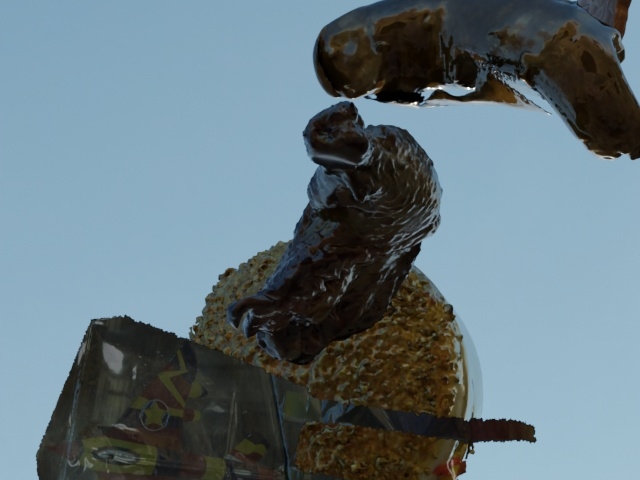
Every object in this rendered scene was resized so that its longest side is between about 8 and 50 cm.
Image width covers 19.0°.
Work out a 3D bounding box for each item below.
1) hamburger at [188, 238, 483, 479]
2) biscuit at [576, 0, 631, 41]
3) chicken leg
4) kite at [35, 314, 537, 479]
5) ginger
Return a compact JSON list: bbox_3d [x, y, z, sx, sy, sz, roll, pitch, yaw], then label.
[{"bbox_3d":[0.010,0.138,1.715,0.276,0.294,0.179,-19,-16,18],"label":"hamburger"},{"bbox_3d":[0.247,-0.198,1.691,0.019,0.102,0.130,16,-104,-15],"label":"biscuit"},{"bbox_3d":[0.010,-0.006,1.453,0.177,0.083,0.322,-23,-28,-40],"label":"chicken leg"},{"bbox_3d":[-0.022,0.112,0.907,0.015,0.245,0.141,38,-121,-69],"label":"kite"},{"bbox_3d":[0.144,-0.156,1.627,0.133,0.309,0.107,-56,-39,-36],"label":"ginger"}]
